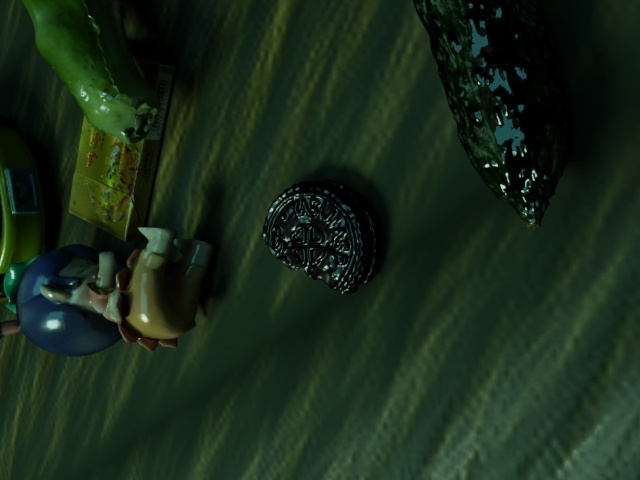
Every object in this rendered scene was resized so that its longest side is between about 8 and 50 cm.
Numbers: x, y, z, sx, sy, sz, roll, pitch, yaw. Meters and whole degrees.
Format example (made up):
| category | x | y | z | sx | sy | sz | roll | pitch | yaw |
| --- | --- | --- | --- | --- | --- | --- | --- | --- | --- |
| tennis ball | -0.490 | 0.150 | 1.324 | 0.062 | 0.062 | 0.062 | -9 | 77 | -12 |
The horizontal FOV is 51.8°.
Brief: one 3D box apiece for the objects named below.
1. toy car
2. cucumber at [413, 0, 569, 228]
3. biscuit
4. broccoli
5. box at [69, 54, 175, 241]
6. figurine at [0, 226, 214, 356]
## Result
| category | x | y | z | sx | sy | sz | roll | pitch | yaw |
| --- | --- | --- | --- | --- | --- | --- | --- | --- | --- |
| toy car | -0.396 | -0.023 | 0.663 | 0.247 | 0.142 | 0.201 | -18 | 83 | 36 |
| cucumber | 0.080 | -0.151 | 0.372 | 0.072 | 0.072 | 0.300 | -21 | 83 | 34 |
| biscuit | 0.000 | 0.000 | 0.460 | 0.087 | 0.027 | 0.089 | -32 | 75 | 31 |
| broccoli | -0.220 | -0.202 | 0.530 | 0.145 | 0.165 | 0.304 | -43 | 73 | 22 |
| box | -0.178 | -0.085 | 0.582 | 0.089 | 0.022 | 0.157 | 25 | 106 | 32 |
| figurine | -0.186 | 0.048 | 0.543 | 0.194 | 0.111 | 0.102 | -6 | 69 | 35 |
